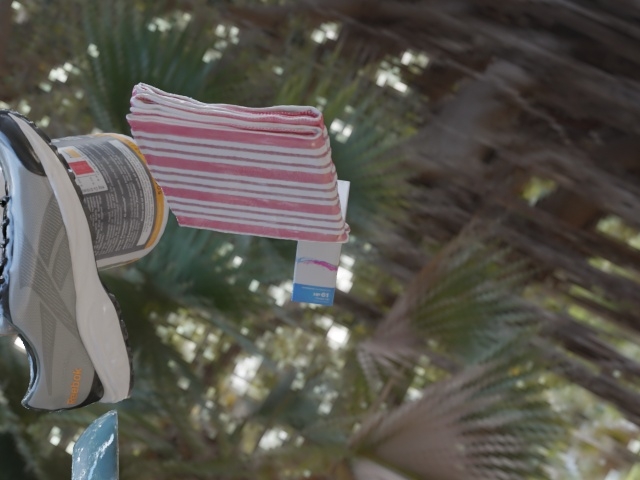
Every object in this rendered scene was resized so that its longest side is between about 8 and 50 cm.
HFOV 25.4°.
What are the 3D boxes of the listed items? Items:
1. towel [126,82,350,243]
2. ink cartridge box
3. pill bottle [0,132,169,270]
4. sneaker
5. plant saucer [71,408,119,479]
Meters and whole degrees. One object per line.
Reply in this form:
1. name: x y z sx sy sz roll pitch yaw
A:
1. towel: -0.055 -0.052 1.060 0.197 0.144 0.029 74 -154 -65
2. ink cartridge box: 0.000 0.000 1.635 0.088 0.052 0.122 -82 -2 -54
3. pill bottle: -0.308 -0.032 1.587 0.278 0.162 0.162 -15 -49 -59
4. sneaker: -0.243 0.018 1.214 0.108 0.271 0.100 -17 -1 -15
5. plant saucer: -0.206 0.313 1.290 0.317 0.044 0.317 180 90 -80
